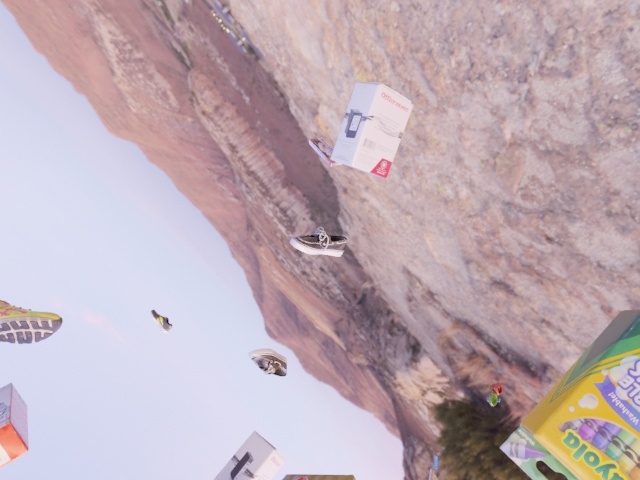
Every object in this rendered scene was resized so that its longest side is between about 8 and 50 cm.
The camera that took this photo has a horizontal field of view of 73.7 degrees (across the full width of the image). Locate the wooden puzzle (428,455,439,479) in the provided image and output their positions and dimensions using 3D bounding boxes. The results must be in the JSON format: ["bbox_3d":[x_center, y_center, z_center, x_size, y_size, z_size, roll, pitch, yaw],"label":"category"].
[{"bbox_3d":[0.205,0.470,0.790,0.014,0.116,0.078,-2,124,28],"label":"wooden puzzle"}]

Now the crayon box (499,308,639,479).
[{"bbox_3d":[0.480,0.295,0.675,0.203,0.323,0.083,42,179,15],"label":"crayon box"}]

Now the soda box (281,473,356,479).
[{"bbox_3d":[-0.008,0.458,0.754,0.061,0.181,0.058,-29,-87,-50],"label":"soda box"}]

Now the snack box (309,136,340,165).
[{"bbox_3d":[0.025,-0.360,1.728,0.178,0.064,0.022,52,146,35],"label":"snack box"}]

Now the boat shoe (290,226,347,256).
[{"bbox_3d":[0.003,0.002,1.912,0.306,0.105,0.113,11,-156,-38],"label":"boat shoe"}]

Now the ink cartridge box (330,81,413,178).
[{"bbox_3d":[0.097,-0.205,0.801,0.109,0.150,0.063,10,-167,-45],"label":"ink cartridge box"}]

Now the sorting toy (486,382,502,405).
[{"bbox_3d":[0.669,0.599,1.660,0.042,0.102,0.061,-6,117,52],"label":"sorting toy"}]

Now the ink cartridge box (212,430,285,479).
[{"bbox_3d":[-0.268,0.850,1.536,0.114,0.273,0.197,31,153,28],"label":"ink cartridge box"}]

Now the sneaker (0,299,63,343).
[{"bbox_3d":[-0.649,0.157,0.879,0.208,0.081,0.094,3,-137,-26],"label":"sneaker"}]

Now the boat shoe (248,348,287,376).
[{"bbox_3d":[-0.182,0.447,1.553,0.219,0.077,0.070,41,-152,-51],"label":"boat shoe"}]

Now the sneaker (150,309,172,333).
[{"bbox_3d":[-0.472,0.236,1.273,0.083,0.035,0.031,51,175,6],"label":"sneaker"}]

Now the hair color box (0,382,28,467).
[{"bbox_3d":[-0.470,0.269,0.596,0.167,0.093,0.053,1,116,55],"label":"hair color box"}]
